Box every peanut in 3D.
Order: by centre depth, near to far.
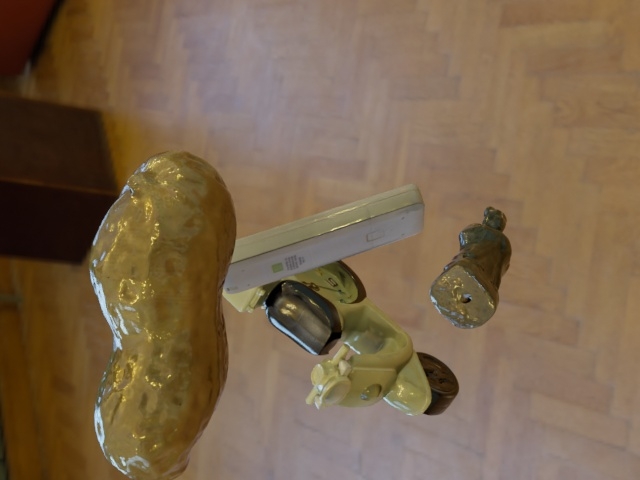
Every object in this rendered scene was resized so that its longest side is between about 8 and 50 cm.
[{"bbox_3d":[-0.125,0.060,0.911,0.101,0.117,0.263,12,101,63],"label":"peanut"}]

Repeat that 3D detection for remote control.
[{"bbox_3d":[0.000,0.000,1.350,0.103,0.250,0.034,77,173,-69],"label":"remote control"}]

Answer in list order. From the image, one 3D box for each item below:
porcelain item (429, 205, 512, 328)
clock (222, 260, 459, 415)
[{"bbox_3d":[0.201,0.022,1.437,0.069,0.081,0.215,-39,9,33],"label":"porcelain item"},{"bbox_3d":[0.026,0.151,1.847,0.379,0.276,0.120,42,119,25],"label":"clock"}]
